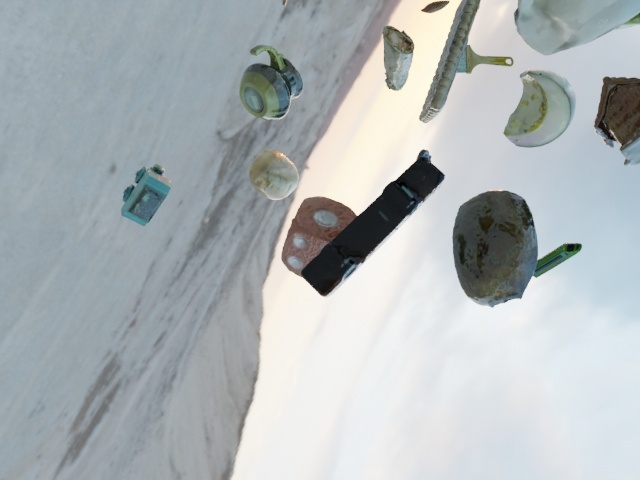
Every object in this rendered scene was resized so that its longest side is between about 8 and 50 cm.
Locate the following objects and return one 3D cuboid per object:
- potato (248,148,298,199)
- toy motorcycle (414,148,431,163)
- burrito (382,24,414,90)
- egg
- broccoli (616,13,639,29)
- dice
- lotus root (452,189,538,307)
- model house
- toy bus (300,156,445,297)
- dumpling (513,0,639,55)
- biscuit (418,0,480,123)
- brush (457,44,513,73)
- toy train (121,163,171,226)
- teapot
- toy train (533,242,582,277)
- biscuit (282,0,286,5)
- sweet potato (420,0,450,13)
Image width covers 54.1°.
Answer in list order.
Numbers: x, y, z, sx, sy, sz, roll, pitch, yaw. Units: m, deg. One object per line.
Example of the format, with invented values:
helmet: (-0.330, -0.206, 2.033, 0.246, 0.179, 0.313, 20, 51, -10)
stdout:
potato: (-0.148, -0.192, 1.889, 0.128, 0.161, 0.234, -31, -161, 20)
toy motorcycle: (0.326, -0.198, 2.100, 0.213, 0.082, 0.122, -69, 160, 3)
burrito: (0.195, -0.457, 1.594, 0.060, 0.087, 0.226, -55, 168, -11)
egg: (0.752, -0.454, 2.097, 0.162, 0.206, 0.271, -46, 147, -42)
broccoli: (1.048, -0.664, 1.718, 0.397, 0.353, 0.274, -21, -127, 64)
dice: (0.000, 0.000, 1.722, 0.175, 0.174, 0.179, -67, 175, -50)
lotus root: (0.468, 0.010, 1.711, 0.210, 0.142, 0.314, -32, -135, 45)
model house: (0.925, -0.372, 1.867, 0.220, 0.229, 0.199, -37, 153, 31)
toy bus: (0.125, -0.030, 1.466, 0.409, 0.093, 0.092, -43, 168, -10)
dumpling: (0.560, -0.548, 1.316, 0.341, 0.260, 0.181, -4, -116, 54)
biscuit: (0.317, -0.448, 1.511, 0.217, 0.044, 0.324, 35, 74, -88)
brush: (0.471, -0.519, 1.803, 0.011, 0.205, 0.083, 178, -90, -71)
toy train: (-0.556, -0.143, 1.991, 0.198, 0.107, 0.154, -53, -150, 13)
teapot: (-0.110, -0.345, 1.357, 0.119, 0.130, 0.165, -43, 140, -35)
toy train: (0.771, 0.056, 2.070, 0.209, 0.042, 0.044, -48, -168, 51)
biscuit: (-0.111, -0.798, 1.996, 0.078, 0.015, 0.091, -97, -166, -55)
sweet potato: (0.363, -0.738, 1.976, 0.095, 0.034, 0.034, -17, -163, 12)
